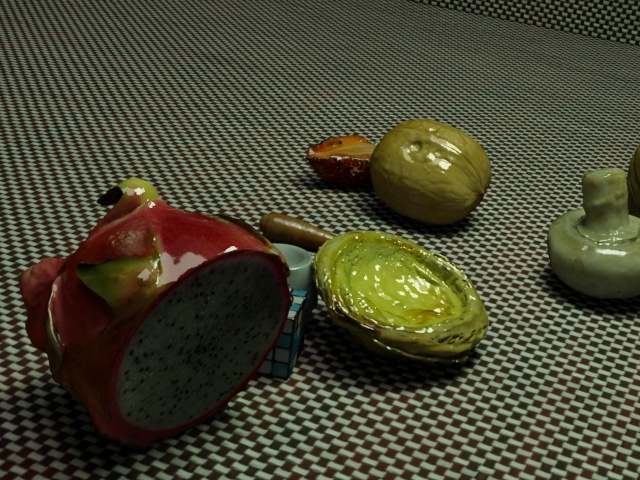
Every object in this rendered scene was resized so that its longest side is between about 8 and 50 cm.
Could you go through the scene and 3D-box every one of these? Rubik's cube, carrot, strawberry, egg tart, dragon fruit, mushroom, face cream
[{"bbox_3d":[-0.072,0.118,1.497,0.092,0.092,0.092,10,24,8],"label":"Rubik's cube"},{"bbox_3d":[0.000,0.000,1.855,0.216,0.048,0.048,17,25,10],"label":"carrot"},{"bbox_3d":[0.063,-0.149,2.150,0.140,0.085,0.192,18,27,22],"label":"strawberry"},{"bbox_3d":[0.106,0.089,1.581,0.279,0.095,0.279,16,31,-10],"label":"egg tart"},{"bbox_3d":[-0.207,0.071,1.312,0.305,0.305,0.226,-17,43,-42],"label":"dragon fruit"},{"bbox_3d":[0.475,-0.006,1.817,0.206,0.209,0.206,19,0,0],"label":"mushroom"},{"bbox_3d":[-0.060,0.069,1.598,0.117,0.104,0.117,5,24,-2],"label":"face cream"}]

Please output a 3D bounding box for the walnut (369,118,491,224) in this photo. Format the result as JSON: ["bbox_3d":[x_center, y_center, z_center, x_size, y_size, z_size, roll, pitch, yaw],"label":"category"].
[{"bbox_3d":[0.197,-0.124,2.017,0.226,0.193,0.193,29,32,36],"label":"walnut"}]

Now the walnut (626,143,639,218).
[{"bbox_3d":[0.680,-0.070,1.889,0.333,0.332,0.333,6,24,-2],"label":"walnut"}]
